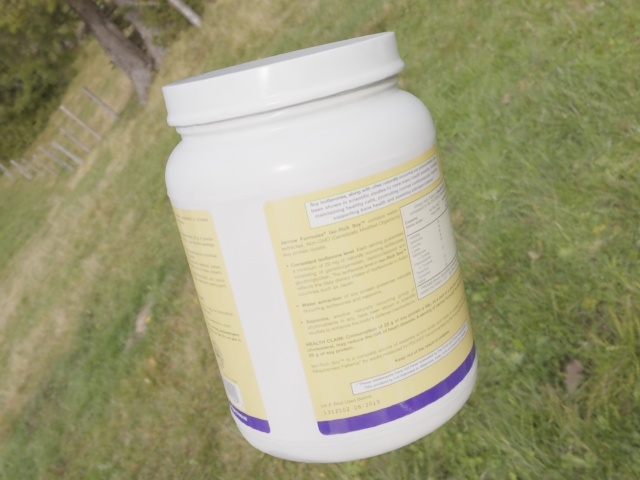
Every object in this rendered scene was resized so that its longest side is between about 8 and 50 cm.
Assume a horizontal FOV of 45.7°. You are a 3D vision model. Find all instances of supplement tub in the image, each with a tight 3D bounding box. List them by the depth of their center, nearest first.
[{"bbox_3d":[0.000,0.000,0.688,0.241,0.331,0.241,-12,16,3],"label":"supplement tub"}]
